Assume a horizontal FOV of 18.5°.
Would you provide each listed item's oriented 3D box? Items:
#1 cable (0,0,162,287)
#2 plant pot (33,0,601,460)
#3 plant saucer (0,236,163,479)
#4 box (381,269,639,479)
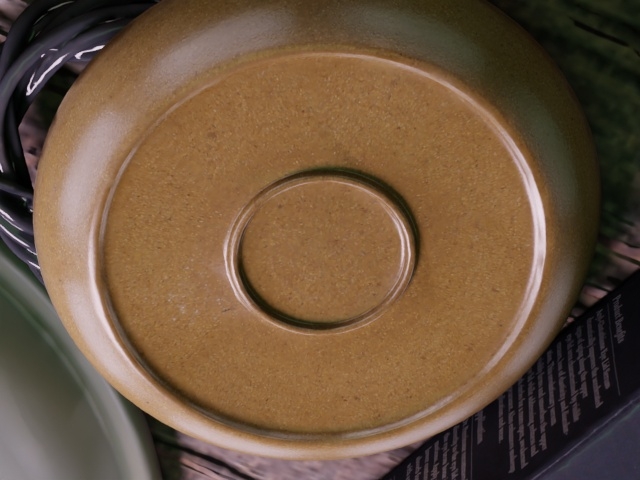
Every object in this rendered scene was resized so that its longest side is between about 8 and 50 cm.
[{"bbox_3d":[-0.066,-0.031,0.832,0.184,0.047,0.150,8,119,-4],"label":"cable"},{"bbox_3d":[0.000,0.000,0.803,0.236,0.032,0.236,-1,120,-2],"label":"plant pot"},{"bbox_3d":[-0.272,0.145,0.892,0.400,0.100,0.400,1,114,3],"label":"plant saucer"},{"bbox_3d":[0.131,0.131,0.850,0.207,0.108,0.153,-41,105,19],"label":"box"}]
